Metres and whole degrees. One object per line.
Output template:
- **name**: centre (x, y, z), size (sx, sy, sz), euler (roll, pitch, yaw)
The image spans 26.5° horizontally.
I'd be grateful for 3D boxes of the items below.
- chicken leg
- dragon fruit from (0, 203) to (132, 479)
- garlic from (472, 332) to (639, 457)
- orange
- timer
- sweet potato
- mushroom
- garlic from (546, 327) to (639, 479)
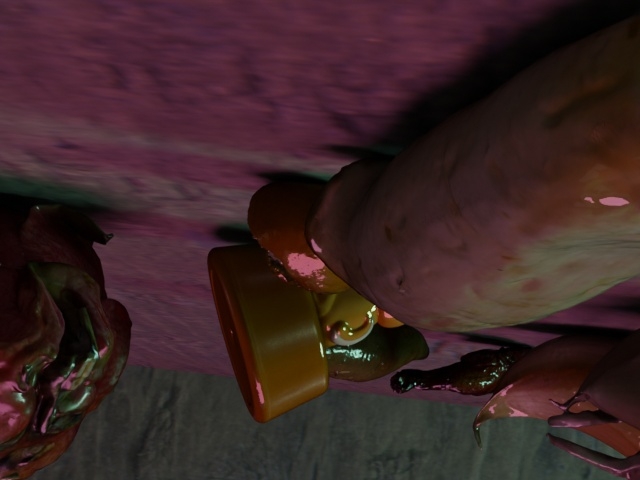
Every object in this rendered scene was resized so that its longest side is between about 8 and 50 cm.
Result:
- **chicken leg**: centre (0.169, 0.145, 1.510), size (0.093, 0.053, 0.205), euler (1, 179, 40)
- **dragon fruit**: centre (-0.276, 0.075, 0.978), size (0.250, 0.250, 0.315), euler (11, 157, -21)
- **garlic**: centre (0.263, 0.142, 1.329), size (0.206, 0.128, 0.115), euler (10, -146, 20)
- **orange**: centre (0.000, 0.000, 0.774), size (0.086, 0.062, 0.086), euler (4, 172, 1)
- **timer**: centre (0.007, 0.050, 0.994), size (0.152, 0.132, 0.132), euler (-16, 175, -10)
- **sweet potato**: centre (0.045, 0.106, 1.399), size (0.243, 0.077, 0.077), euler (7, 174, -44)
- **mushroom**: centre (0.082, -0.014, 0.555), size (0.107, 0.087, 0.333), euler (11, 168, -15)
- **garlic**: centre (0.335, 0.166, 1.085), size (0.237, 0.210, 0.292), euler (5, 179, -41)
